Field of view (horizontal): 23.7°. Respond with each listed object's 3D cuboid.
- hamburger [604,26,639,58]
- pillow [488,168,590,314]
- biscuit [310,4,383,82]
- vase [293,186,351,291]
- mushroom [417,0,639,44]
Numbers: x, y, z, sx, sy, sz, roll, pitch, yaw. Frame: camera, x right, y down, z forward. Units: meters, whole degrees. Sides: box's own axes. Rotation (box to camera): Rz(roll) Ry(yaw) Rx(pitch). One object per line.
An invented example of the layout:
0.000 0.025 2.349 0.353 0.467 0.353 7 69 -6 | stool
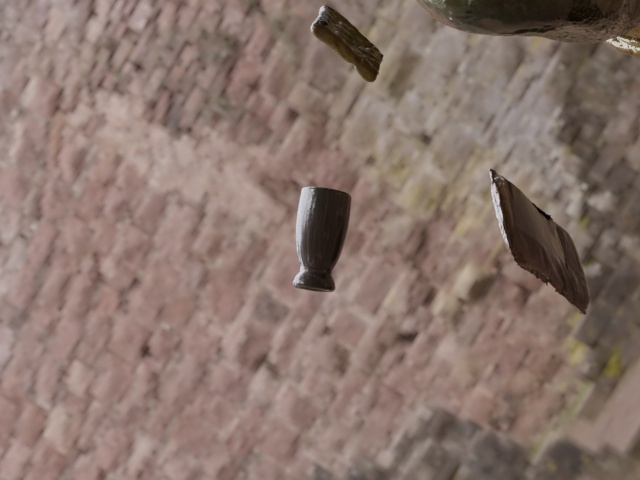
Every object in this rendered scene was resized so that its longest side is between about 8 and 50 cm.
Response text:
0.490 -0.395 2.102 0.284 0.174 0.304 12 72 59 | hamburger
0.269 0.005 1.864 0.034 0.211 0.135 -29 48 23 | pillow
0.027 -0.191 1.474 0.018 0.081 0.083 -46 11 21 | biscuit
0.000 0.000 1.517 0.053 0.053 0.101 60 -143 -82 | vase
0.220 -0.258 1.553 0.217 0.292 0.212 65 -150 -49 | mushroom
